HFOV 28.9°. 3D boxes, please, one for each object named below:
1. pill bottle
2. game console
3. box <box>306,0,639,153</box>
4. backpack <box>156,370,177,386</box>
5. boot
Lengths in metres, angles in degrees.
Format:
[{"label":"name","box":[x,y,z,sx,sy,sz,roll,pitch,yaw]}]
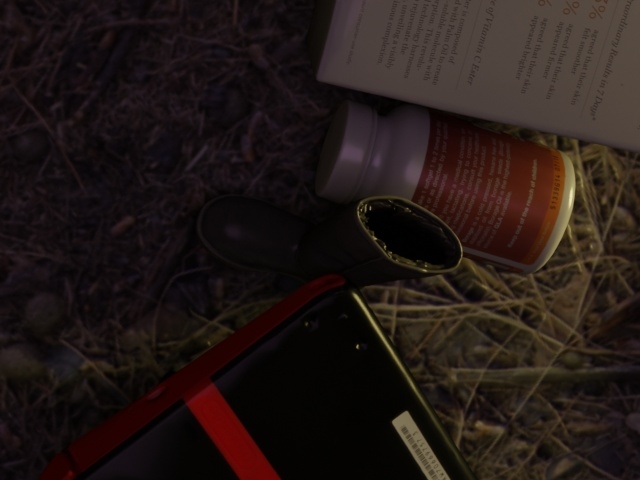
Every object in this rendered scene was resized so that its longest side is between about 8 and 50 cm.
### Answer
[{"label":"pill bottle","box":[0.110,-0.054,1.128,0.216,0.121,0.121,17,98,-12]},{"label":"game console","box":[-0.026,0.268,1.100,0.342,0.060,0.387,-36,111,-10]},{"label":"box","box":[0.180,-0.218,1.059,0.345,0.168,0.215,12,109,-8]},{"label":"backpack","box":[-0.083,0.216,1.158,0.182,0.115,0.152,24,94,-18]},{"label":"boot","box":[0.000,-0.003,1.074,0.189,0.208,0.076,16,83,-15]}]
